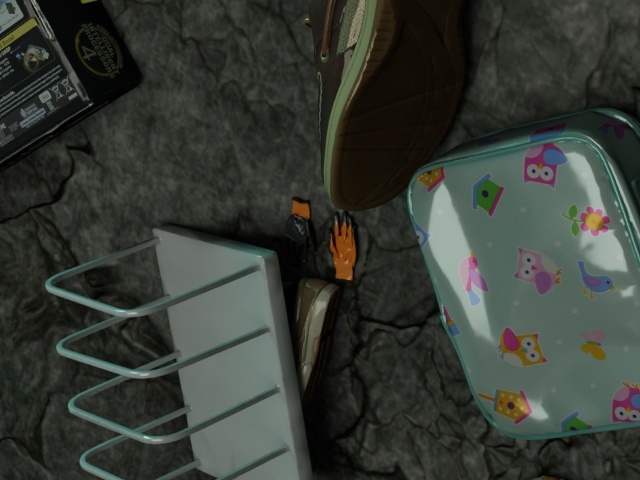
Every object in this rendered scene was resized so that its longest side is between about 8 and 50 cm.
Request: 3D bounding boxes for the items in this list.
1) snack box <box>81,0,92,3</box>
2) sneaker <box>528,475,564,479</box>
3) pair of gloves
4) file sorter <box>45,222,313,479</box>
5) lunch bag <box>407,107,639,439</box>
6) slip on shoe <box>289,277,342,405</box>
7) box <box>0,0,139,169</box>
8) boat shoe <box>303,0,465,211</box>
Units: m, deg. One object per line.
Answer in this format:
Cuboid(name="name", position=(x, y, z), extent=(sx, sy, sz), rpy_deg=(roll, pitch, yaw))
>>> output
Cuboid(name="snack box", position=(-0.186, -0.293, 1.665), extent=(0.141, 0.037, 0.100), rpy_deg=(-7, 106, 35))
Cuboid(name="sneaker", position=(0.185, 0.395, 1.619), extent=(0.125, 0.180, 0.321), rpy_deg=(3, 111, 33))
Cuboid(name="pair of gloves", position=(0.000, 0.000, 1.683), extent=(0.083, 0.010, 0.074), rpy_deg=(17, 118, 28))
Cuboid(name="file sorter", position=(-0.144, 0.151, 1.710), extent=(0.193, 0.173, 0.277), rpy_deg=(13, 117, 49))
Cuboid(name="lunch bag", position=(0.217, 0.033, 1.491), extent=(0.224, 0.108, 0.279), rpy_deg=(-14, 102, 34))
Cuboid(name="slip on shoe", position=(-0.015, 0.100, 1.708), extent=(0.041, 0.051, 0.135), rpy_deg=(21, 117, 19))
Cuboid(name="box", position=(-0.412, -0.212, 1.814), extent=(0.395, 0.097, 0.318), rpy_deg=(-28, 94, 38))
Cuboid(name="boat shoe", position=(0.051, -0.191, 1.519), extent=(0.123, 0.123, 0.342), rpy_deg=(49, 141, 46))
